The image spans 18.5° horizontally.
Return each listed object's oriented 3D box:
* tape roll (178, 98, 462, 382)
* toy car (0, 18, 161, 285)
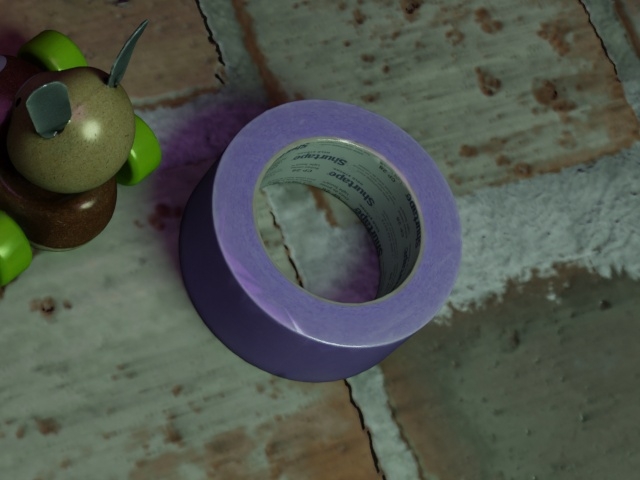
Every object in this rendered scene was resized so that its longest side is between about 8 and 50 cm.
[{"bbox_3d":[0.000,0.000,1.400,0.189,0.080,0.189,9,65,-20],"label":"tape roll"},{"bbox_3d":[-0.179,-0.083,1.297,0.149,0.188,0.155,48,59,2],"label":"toy car"}]
